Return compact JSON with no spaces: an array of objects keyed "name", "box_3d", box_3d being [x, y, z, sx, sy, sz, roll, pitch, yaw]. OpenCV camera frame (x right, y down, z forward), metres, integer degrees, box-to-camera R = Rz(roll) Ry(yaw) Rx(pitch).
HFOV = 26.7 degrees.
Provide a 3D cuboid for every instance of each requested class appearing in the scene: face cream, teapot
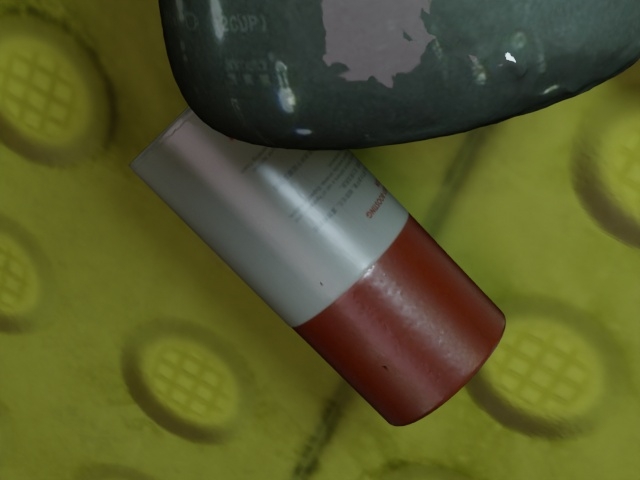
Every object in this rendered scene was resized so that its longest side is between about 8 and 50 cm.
[{"name":"face cream","box_3d":[0.000,0.000,0.765,0.214,0.096,0.096,46,128,-8]},{"name":"teapot","box_3d":[0.027,-0.189,0.522,0.223,0.305,0.285,-16,110,-6]}]
